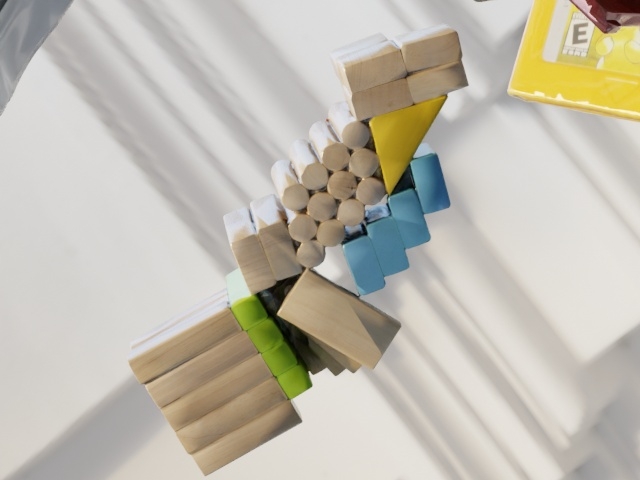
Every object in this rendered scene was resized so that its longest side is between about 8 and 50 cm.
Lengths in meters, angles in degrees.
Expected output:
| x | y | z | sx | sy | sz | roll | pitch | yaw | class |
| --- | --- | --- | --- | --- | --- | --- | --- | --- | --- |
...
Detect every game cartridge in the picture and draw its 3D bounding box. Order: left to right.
| x | y | z | sx | sy | sz | roll | pitch | yaw | class |
| --- | --- | --- | --- | --- | --- | --- | --- | --- | --- |
| 0.347 | -0.277 | 1.816 | 0.053 | 0.285 | 0.323 | 13 | -89 | -49 | game cartridge |

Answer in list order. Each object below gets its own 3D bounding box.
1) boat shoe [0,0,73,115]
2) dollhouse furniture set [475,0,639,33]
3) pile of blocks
| x | y | z | sx | sy | sz | roll | pitch | yaw | class |
| --- | --- | --- | --- | --- | --- | --- | --- | --- | --- |
| -0.220 | -0.096 | 0.914 | 0.119 | 0.121 | 0.335 | 41 | -146 | -17 | boat shoe |
| 0.128 | -0.234 | 1.022 | 0.152 | 0.201 | 0.374 | 47 | -148 | 23 | dollhouse furniture set |
| 0.000 | 0.000 | 1.319 | 0.149 | 0.362 | 0.112 | 34 | -171 | -14 | pile of blocks |
